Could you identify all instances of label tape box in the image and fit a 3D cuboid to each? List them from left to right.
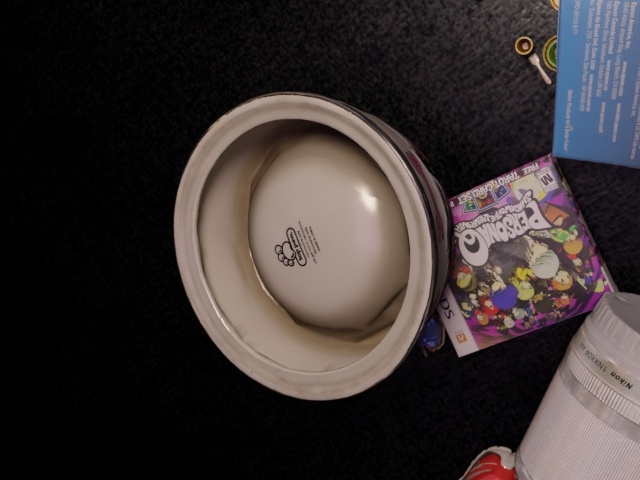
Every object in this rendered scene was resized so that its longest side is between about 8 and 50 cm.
[{"bbox_3d":[0.434,-0.187,0.865,0.347,0.115,0.249,9,145,19],"label":"label tape box"}]

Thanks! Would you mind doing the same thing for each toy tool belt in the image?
[{"bbox_3d":[0.149,0.119,1.153,0.052,0.051,0.083,-8,98,24],"label":"toy tool belt"}]

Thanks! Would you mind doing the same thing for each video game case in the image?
[{"bbox_3d":[0.248,0.023,1.095,0.232,0.042,0.210,-24,91,25],"label":"video game case"}]

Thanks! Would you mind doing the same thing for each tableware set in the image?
[{"bbox_3d":[0.315,-0.277,1.010,0.154,0.024,0.104,-36,86,26],"label":"tableware set"}]

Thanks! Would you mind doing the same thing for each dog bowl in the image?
[{"bbox_3d":[0.000,0.000,1.108,0.408,0.150,0.408,8,105,31],"label":"dog bowl"}]

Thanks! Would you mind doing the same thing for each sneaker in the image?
[{"bbox_3d":[0.199,0.418,1.162,0.107,0.118,0.279,28,111,15],"label":"sneaker"}]

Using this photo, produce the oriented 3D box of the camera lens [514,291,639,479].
[{"bbox_3d":[0.380,0.229,0.988,0.219,0.219,0.274,26,110,16],"label":"camera lens"}]
